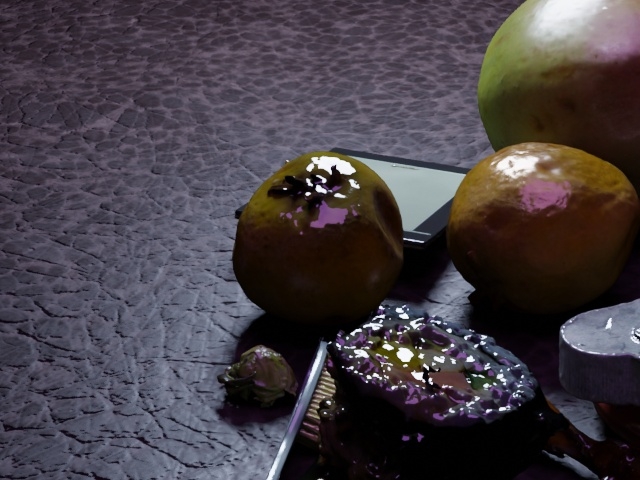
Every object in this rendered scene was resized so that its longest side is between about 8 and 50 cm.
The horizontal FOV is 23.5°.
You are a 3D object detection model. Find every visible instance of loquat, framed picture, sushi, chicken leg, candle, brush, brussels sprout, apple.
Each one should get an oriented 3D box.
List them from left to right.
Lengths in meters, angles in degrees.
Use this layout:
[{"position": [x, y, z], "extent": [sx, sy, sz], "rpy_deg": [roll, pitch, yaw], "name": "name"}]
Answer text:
[{"position": [-0.071, 0.145, 1.681], "extent": [0.085, 0.058, 0.085], "rpy_deg": [-17, 23, 7], "name": "brussels sprout"}, {"position": [-0.013, 0.203, 1.572], "extent": [0.060, 0.068, 0.297], "rpy_deg": [24, 34, 1], "name": "brush"}, {"position": [0.004, -0.002, 1.797], "extent": [0.213, 0.213, 0.213], "rpy_deg": [-1, 27, 1], "name": "loquat"}, {"position": [0.074, -0.061, 2.058], "extent": [0.265, 0.016, 0.347], "rpy_deg": [9, 21, 20], "name": "framed picture"}, {"position": [0.087, 0.193, 1.432], "extent": [0.238, 0.219, 0.225], "rpy_deg": [7, 24, -46], "name": "sushi"}, {"position": [0.221, 0.183, 1.567], "extent": [0.304, 0.093, 0.113], "rpy_deg": [23, 23, 31], "name": "chicken leg"}, {"position": [0.262, -0.019, 1.826], "extent": [0.238, 0.193, 0.238], "rpy_deg": [-6, 44, 6], "name": "loquat"}, {"position": [0.371, -0.185, 2.022], "extent": [0.305, 0.339, 0.338], "rpy_deg": [-10, 24, 19], "name": "apple"}, {"position": [0.344, 0.114, 1.549], "extent": [0.192, 0.068, 0.168], "rpy_deg": [11, 28, 29], "name": "candle"}]

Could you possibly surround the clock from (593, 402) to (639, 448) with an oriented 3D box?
[{"position": [0.444, 0.152, 1.613], "extent": [0.318, 0.080, 0.318], "rpy_deg": [-7, 23, 3], "name": "clock"}]
